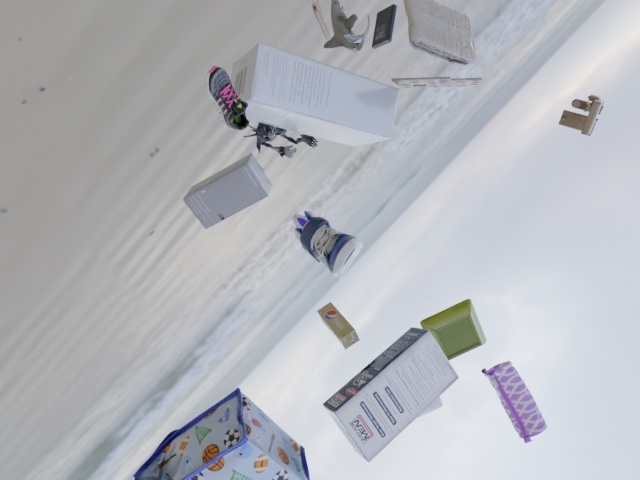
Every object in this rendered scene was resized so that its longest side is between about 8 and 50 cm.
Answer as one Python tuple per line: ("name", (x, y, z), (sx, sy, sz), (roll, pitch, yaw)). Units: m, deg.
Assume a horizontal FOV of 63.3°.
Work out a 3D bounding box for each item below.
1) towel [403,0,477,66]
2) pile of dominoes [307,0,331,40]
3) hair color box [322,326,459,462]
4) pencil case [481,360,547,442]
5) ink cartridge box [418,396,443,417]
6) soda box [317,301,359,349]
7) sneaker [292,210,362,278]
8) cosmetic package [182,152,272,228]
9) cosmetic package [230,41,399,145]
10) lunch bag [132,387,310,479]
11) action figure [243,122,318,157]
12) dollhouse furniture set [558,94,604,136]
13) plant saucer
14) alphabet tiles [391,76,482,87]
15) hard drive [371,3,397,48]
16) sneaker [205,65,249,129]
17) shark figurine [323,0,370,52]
("towel", (0.368, -0.647, 1.599), (0.282, 0.187, 0.049), (6, 160, -33))
("pile of dominoes", (-0.028, -0.493, 0.913), (0.040, 0.251, 0.196), (-23, 139, 14))
("hair color box", (0.196, 0.414, 1.433), (0.347, 0.174, 0.105), (-36, -172, -19))
("pencil case", (0.520, 0.424, 1.390), (0.086, 0.206, 0.088), (-40, 160, 33))
("ink cartridge box", (0.278, 0.622, 2.063), (0.353, 0.207, 0.119), (-27, 177, 6))
("soda box", (0.059, 0.288, 1.770), (0.061, 0.058, 0.181), (-32, -146, -10))
("sneaker", (0.000, 0.000, 1.584), (0.130, 0.236, 0.323), (-56, 174, -1))
("cosmetic package", (-0.279, -0.150, 1.585), (0.237, 0.127, 0.107), (-27, -157, 18))
("cosmetic package", (-0.022, -0.412, 1.533), (0.230, 0.452, 0.162), (7, -92, 62))
("lunch bag", (-0.268, 0.645, 1.415), (0.385, 0.328, 0.239), (-38, -155, 5))
("action figure", (-0.126, -0.381, 1.815), (0.275, 0.140, 0.164), (-14, 118, -40))
("dollhouse furniture set", (0.915, -0.447, 1.840), (0.151, 0.123, 0.144), (-34, 141, -47))
("plant saucer", (0.454, 0.316, 1.740), (0.188, 0.188, 0.045), (-26, -160, 1))
("alphabet tiles", (0.333, -0.446, 1.464), (0.198, 0.237, 0.009), (-29, 121, -70))
("hard drive", (0.229, -0.770, 1.871), (0.094, 0.022, 0.135), (2, -99, 57))
("sneaker", (-0.205, -0.318, 1.184), (0.063, 0.074, 0.170), (-48, 148, -26))
("shark figurine", (0.067, -0.587, 1.518), (0.116, 0.278, 0.166), (-20, 132, -4))
